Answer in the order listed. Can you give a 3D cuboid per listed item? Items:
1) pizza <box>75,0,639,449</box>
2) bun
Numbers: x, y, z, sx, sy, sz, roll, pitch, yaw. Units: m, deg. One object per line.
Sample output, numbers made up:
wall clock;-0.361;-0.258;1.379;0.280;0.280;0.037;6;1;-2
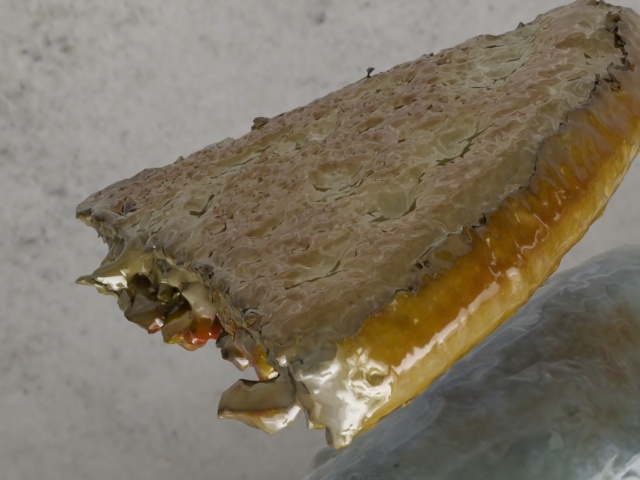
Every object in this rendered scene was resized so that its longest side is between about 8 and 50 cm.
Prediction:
pizza;0.000;0.000;0.515;0.199;0.062;0.188;-2;-150;45
bun;0.122;0.164;1.014;0.362;0.211;0.362;-40;165;-13
